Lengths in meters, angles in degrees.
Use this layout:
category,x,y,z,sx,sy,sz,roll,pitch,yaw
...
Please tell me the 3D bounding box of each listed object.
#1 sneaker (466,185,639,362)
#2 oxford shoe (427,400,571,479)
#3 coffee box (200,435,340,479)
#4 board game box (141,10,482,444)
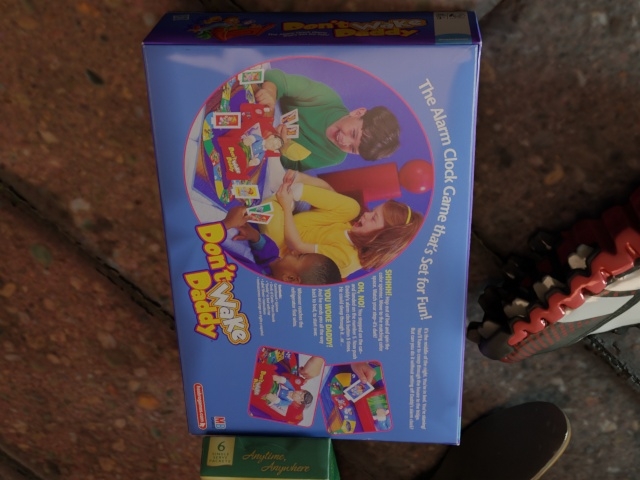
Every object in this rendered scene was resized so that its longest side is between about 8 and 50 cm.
category,x,y,z,sx,sy,sz,roll,pitch,yaw
sneaker,0.246,0.028,0.747,0.276,0.098,0.135,-38,107,21
oxford shoe,0.156,0.222,0.892,0.076,0.076,0.212,21,124,-37
coffee box,-0.038,0.228,0.876,0.113,0.040,0.184,1,147,6
board game box,0.000,0.000,0.769,0.233,0.078,0.347,1,119,5
